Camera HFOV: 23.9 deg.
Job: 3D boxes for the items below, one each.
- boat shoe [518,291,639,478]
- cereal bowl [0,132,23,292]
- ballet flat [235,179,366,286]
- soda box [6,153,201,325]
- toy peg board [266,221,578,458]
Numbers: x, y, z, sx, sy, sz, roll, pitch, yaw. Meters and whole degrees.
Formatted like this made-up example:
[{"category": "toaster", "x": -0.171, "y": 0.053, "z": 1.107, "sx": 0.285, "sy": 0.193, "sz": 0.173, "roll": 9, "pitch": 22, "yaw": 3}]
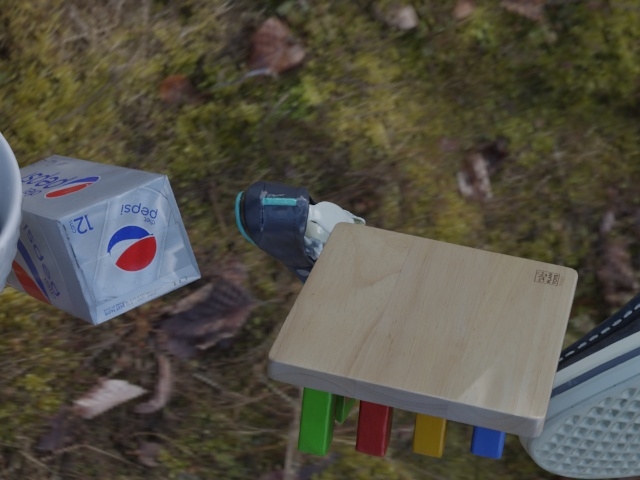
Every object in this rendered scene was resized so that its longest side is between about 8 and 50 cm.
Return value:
[{"category": "boat shoe", "x": 0.357, "y": 0.012, "z": 1.121, "sx": 0.500, "sy": 0.156, "sz": 0.187, "roll": -33, "pitch": 141, "yaw": 2}, {"category": "cereal bowl", "x": -0.390, "y": 0.005, "z": 1.098, "sx": 0.339, "sy": 0.141, "sz": 0.339, "roll": 8, "pitch": 39, "yaw": -6}, {"category": "ballet flat", "x": 0.000, "y": 0.000, "z": 1.201, "sx": 0.074, "sy": 0.203, "sz": 0.074, "roll": -6, "pitch": 73, "yaw": 19}, {"category": "soda box", "x": -0.207, "y": -0.007, "z": 1.257, "sx": 0.098, "sy": 0.286, "sz": 0.091, "roll": -25, "pitch": 107, "yaw": -24}, {"category": "toy peg board", "x": 0.064, "y": 0.075, "z": 0.932, "sx": 0.161, "sy": 0.161, "sz": 0.079, "roll": 12, "pitch": 124, "yaw": 11}]
